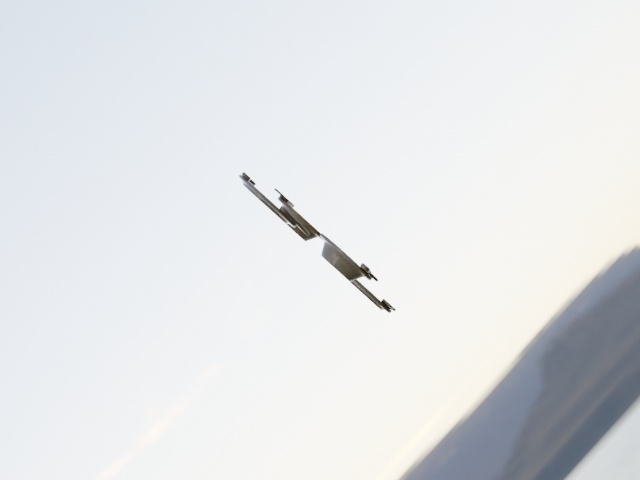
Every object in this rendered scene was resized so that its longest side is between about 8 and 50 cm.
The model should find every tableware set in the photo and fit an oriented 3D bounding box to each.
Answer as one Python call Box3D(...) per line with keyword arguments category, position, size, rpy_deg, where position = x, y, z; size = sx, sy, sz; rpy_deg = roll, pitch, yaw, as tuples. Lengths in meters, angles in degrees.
Box3D(category="tableware set", position=(0.000, 0.000, 1.333), size=(0.020, 0.168, 0.141), rpy_deg=(-48, -17, 0))
